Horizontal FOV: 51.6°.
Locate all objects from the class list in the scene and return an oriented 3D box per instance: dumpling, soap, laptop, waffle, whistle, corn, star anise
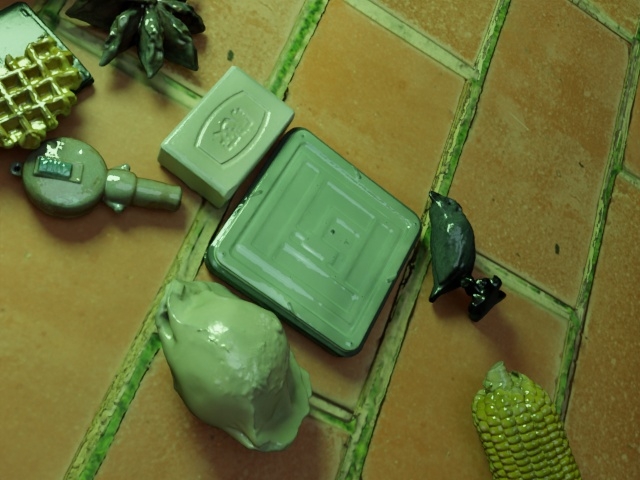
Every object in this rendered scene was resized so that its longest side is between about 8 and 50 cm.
[{"bbox_3d":[-0.104,0.146,0.862,0.258,0.147,0.193,49,32,2],"label":"dumpling"},{"bbox_3d":[-0.135,-0.151,0.965,0.121,0.064,0.183,38,64,-7],"label":"soap"},{"bbox_3d":[-0.430,-0.216,0.876,0.154,0.026,0.207,49,63,-5],"label":"laptop"},{"bbox_3d":[-0.400,-0.190,0.843,0.160,0.046,0.192,19,65,-7],"label":"waffle"},{"bbox_3d":[-0.294,-0.076,0.879,0.220,0.057,0.107,12,70,-22],"label":"whistle"},{"bbox_3d":[0.322,0.349,0.987,0.130,0.130,0.347,-19,86,-27],"label":"corn"},{"bbox_3d":[-0.266,-0.329,0.945,0.231,0.089,0.209,-20,76,-38],"label":"star anise"}]

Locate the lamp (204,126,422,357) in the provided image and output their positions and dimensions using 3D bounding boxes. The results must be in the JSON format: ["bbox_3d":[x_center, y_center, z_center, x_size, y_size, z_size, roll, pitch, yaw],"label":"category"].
[{"bbox_3d":[0.000,0.000,0.990,0.266,0.047,0.269,36,65,-12],"label":"lamp"}]

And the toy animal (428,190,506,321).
[{"bbox_3d":[0.206,0.027,1.069,0.117,0.121,0.210,-31,67,15],"label":"toy animal"}]
